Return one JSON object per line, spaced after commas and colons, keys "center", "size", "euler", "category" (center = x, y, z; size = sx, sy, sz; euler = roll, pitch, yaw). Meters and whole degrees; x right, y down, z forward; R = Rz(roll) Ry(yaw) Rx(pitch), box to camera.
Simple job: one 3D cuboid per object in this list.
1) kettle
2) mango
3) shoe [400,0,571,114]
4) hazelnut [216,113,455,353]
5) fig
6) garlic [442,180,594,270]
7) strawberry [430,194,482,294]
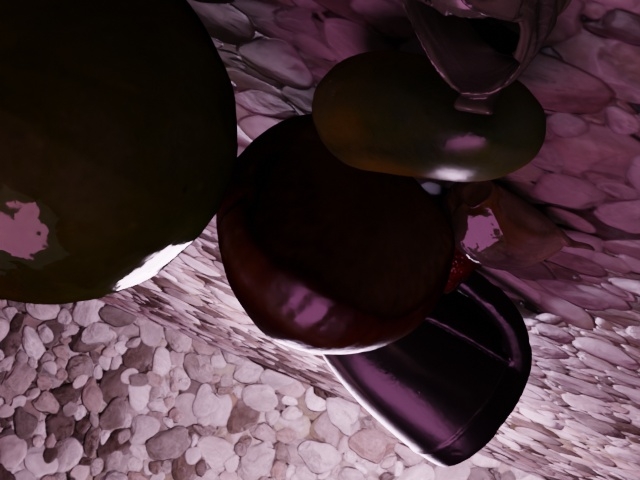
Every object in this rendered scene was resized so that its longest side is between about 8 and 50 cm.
{"center": [0.107, 0.130, 1.375], "size": [0.271, 0.207, 0.250], "euler": [35, 170, -13], "category": "kettle"}
{"center": [0.082, -0.085, 0.781], "size": [0.137, 0.091, 0.237], "euler": [-2, -166, -30], "category": "mango"}
{"center": [0.076, -0.164, 0.564], "size": [0.103, 0.098, 0.275], "euler": [13, 162, 25], "category": "shoe"}
{"center": [0.000, 0.000, 1.015], "size": [0.229, 0.230, 0.229], "euler": [22, 166, 6], "category": "hazelnut"}
{"center": [-0.194, -0.088, 0.904], "size": [0.316, 0.316, 0.316], "euler": [22, 166, 6], "category": "fig"}
{"center": [0.171, -0.006, 1.034], "size": [0.152, 0.066, 0.084], "euler": [33, 161, -25], "category": "garlic"}
{"center": [0.120, 0.002, 1.106], "size": [0.106, 0.106, 0.106], "euler": [22, 166, 6], "category": "strawberry"}
